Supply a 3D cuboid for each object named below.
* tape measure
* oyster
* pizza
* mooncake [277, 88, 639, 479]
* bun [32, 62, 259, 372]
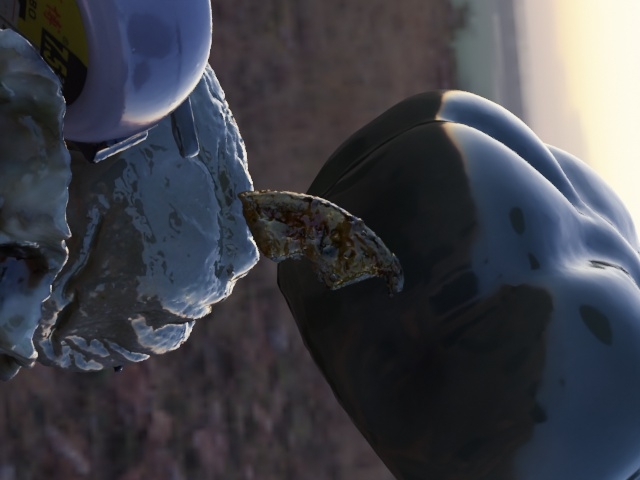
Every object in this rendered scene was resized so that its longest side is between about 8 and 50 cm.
[{"bbox_3d":[-0.141,-0.146,1.111,0.105,0.178,0.196,-28,149,-37],"label":"tape measure"},{"bbox_3d":[-0.250,-0.029,0.869,0.115,0.351,0.238,-24,115,-58],"label":"oyster"},{"bbox_3d":[0.000,0.000,0.789,0.037,0.083,0.016,-59,173,-23],"label":"pizza"},{"bbox_3d":[0.107,0.040,0.934,0.275,0.135,0.275,39,21,-19],"label":"mooncake"},{"bbox_3d":[-0.169,-0.017,1.458,0.205,0.281,0.281,41,35,-33],"label":"bun"}]
